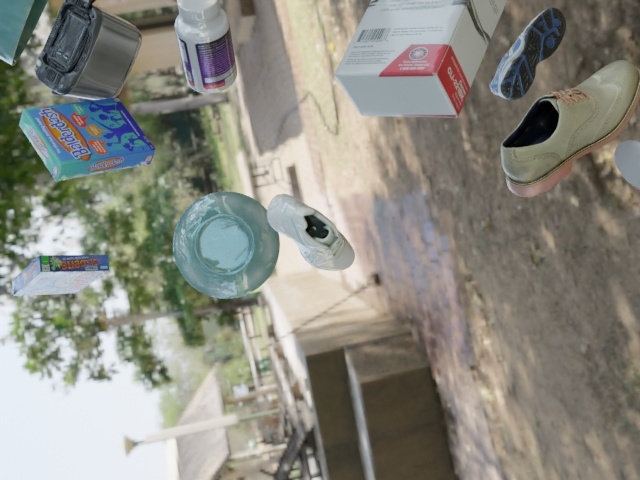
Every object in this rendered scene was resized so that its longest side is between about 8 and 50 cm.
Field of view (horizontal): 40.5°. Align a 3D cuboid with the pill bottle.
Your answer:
[{"bbox_3d":[-0.228,-0.397,1.715,0.193,0.108,0.108,86,171,-51],"label":"pill bottle"}]

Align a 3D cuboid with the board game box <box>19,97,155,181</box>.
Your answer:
[{"bbox_3d":[-0.454,-0.201,1.698,0.160,0.210,0.047,51,134,22],"label":"board game box"}]

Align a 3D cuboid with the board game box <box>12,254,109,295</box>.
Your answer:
[{"bbox_3d":[-0.521,0.070,1.732,0.201,0.136,0.035,-27,68,53],"label":"board game box"}]

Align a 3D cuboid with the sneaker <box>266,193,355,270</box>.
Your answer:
[{"bbox_3d":[0.000,0.000,1.027,0.061,0.054,0.152,20,168,44],"label":"sneaker"}]

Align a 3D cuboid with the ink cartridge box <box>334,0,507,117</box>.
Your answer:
[{"bbox_3d":[0.174,-0.348,1.469,0.114,0.197,0.273,49,-123,-46],"label":"ink cartridge box"}]

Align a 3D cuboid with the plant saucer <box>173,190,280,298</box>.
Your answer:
[{"bbox_3d":[-0.170,0.007,1.552,0.037,0.194,0.195,93,166,-88],"label":"plant saucer"}]

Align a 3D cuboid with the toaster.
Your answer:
[{"bbox_3d":[-0.463,-0.389,1.761,0.146,0.129,0.227,9,-70,-59],"label":"toaster"}]

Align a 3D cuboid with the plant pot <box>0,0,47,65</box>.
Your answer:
[{"bbox_3d":[-0.482,-0.428,1.207,0.293,0.235,0.293,-54,21,33],"label":"plant pot"}]

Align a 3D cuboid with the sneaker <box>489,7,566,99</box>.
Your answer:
[{"bbox_3d":[0.404,-0.373,1.715,0.080,0.211,0.081,39,175,-20],"label":"sneaker"}]

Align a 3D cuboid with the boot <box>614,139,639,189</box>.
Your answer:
[{"bbox_3d":[0.775,-0.130,1.942,0.258,0.095,0.123,42,-161,18],"label":"boot"}]

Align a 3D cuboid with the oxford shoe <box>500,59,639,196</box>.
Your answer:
[{"bbox_3d":[0.538,-0.266,1.841,0.140,0.397,0.146,31,161,46],"label":"oxford shoe"}]
